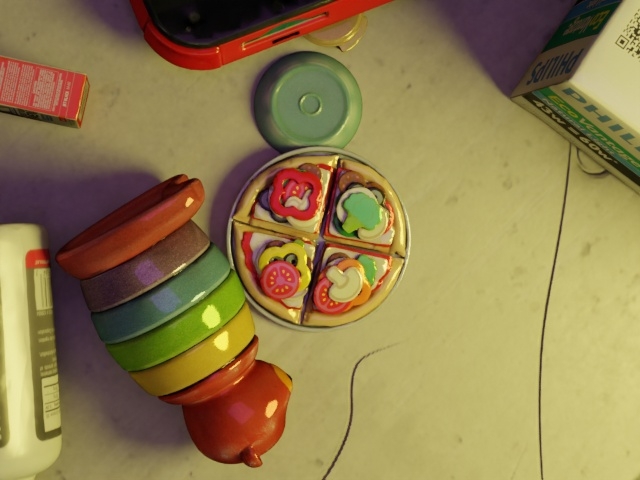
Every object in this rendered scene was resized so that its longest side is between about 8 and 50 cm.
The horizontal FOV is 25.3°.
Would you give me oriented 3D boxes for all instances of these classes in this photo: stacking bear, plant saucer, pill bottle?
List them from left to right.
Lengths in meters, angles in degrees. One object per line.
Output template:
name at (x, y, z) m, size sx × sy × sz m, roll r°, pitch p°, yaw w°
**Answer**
pill bottle at (-0.349, 0.145, 1.416) m, size 0.176 × 0.176 × 0.318 m, roll -3°, pitch 90°, yaw -7°
stacking bear at (-0.130, 0.097, 1.461) m, size 0.164 × 0.175 × 0.289 m, roll -32°, pitch 101°, yaw -8°
plant saucer at (-0.012, -0.146, 1.538) m, size 0.119 × 0.021 × 0.119 m, roll 0°, pitch 90°, yaw -8°

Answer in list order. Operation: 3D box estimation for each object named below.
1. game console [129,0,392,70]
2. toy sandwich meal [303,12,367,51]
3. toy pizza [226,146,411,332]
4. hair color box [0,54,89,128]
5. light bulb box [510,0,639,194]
game console at (-0.049, -0.388, 1.513) m, size 0.386 × 0.060 × 0.342 m, roll -22°, pitch 82°, yaw -7°
toy sandwich meal at (0.011, -0.245, 1.539) m, size 0.085 × 0.029 × 0.085 m, roll 0°, pitch 87°, yaw -5°
toy pizza at (0.000, 0.000, 1.526) m, size 0.201 × 0.032 × 0.201 m, roll -1°, pitch 94°, yaw -8°
hair color box at (-0.325, -0.159, 1.463) m, size 0.167 × 0.093 × 0.053 m, roll 13°, pitch 88°, yaw -6°
light bulb box at (0.459, -0.198, 1.495) m, size 0.358 × 0.225 × 0.361 m, roll 36°, pitch 86°, yaw -6°
